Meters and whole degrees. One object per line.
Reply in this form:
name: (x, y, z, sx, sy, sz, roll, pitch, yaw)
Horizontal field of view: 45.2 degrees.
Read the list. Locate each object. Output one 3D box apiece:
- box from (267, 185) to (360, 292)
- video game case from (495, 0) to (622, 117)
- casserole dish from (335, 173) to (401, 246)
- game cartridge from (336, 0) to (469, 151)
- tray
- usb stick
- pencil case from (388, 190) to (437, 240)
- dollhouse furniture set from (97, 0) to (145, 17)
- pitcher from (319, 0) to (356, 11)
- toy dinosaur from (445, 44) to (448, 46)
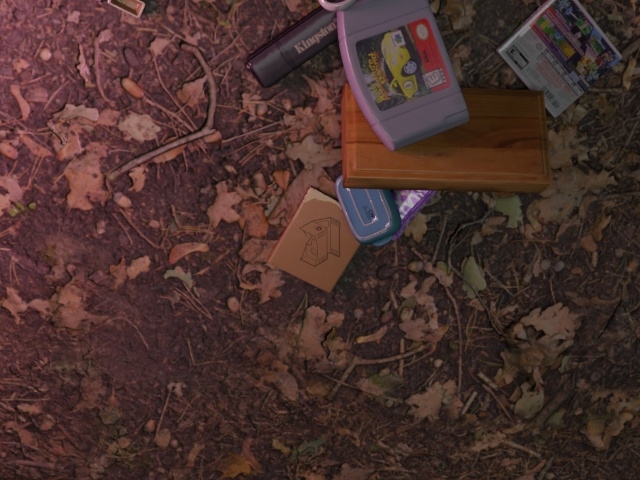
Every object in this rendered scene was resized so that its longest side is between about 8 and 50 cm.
box: (0.000, 0.000, 1.702, 0.165, 0.021, 0.201, 26, 108, -15)
video game case: (0.493, -0.387, 1.589, 0.183, 0.023, 0.201, -43, 109, 12)
casserole dish: (0.095, -0.078, 1.622, 0.114, 0.037, 0.188, -24, 83, 20)
game cartridge: (0.149, -0.332, 1.474, 0.196, 0.060, 0.294, -23, 95, -7)
tray: (0.251, -0.206, 1.556, 0.411, 0.076, 0.202, 1, 75, -7)
usb stick: (-0.021, -0.404, 1.520, 0.278, 0.045, 0.077, -33, 111, 8)
pencil case: (0.206, -0.098, 1.644, 0.086, 0.088, 0.206, 26, 112, -43)
dollhouse furniture set: (-0.381, -0.473, 1.438, 0.114, 0.081, 0.091, 24, 108, -14)
pitcher: (0.088, -0.518, 1.428, 0.207, 0.125, 0.177, -8, 82, 1)
toy dinosaur: (0.204, -0.420, 1.551, 0.090, 0.047, 0.082, -23, 107, -32)
